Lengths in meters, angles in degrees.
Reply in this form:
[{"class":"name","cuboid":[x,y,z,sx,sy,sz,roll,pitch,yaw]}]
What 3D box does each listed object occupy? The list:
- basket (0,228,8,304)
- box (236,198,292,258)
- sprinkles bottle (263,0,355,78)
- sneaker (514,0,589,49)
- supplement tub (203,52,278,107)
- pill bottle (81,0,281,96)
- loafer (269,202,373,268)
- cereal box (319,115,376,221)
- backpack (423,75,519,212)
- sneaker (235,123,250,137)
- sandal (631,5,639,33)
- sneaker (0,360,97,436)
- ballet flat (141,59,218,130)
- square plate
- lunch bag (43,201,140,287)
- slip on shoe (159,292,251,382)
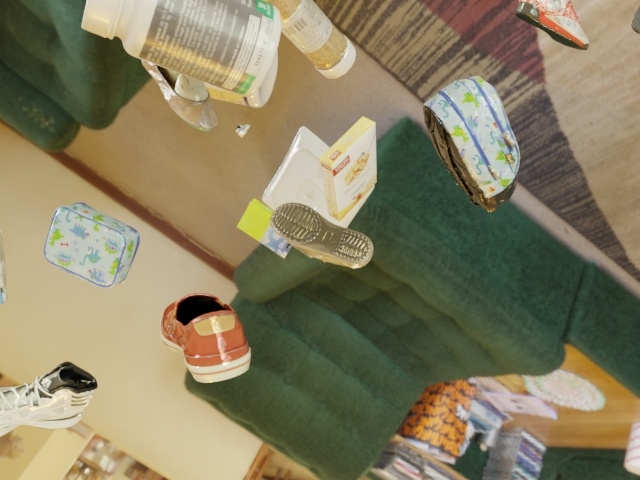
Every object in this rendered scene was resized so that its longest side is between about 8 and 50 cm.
[{"class":"basket","cuboid":[-0.890,0.061,1.284,0.201,0.289,0.255,-142,50,-60]},{"class":"box","cuboid":[-0.157,-0.037,1.717,0.178,0.042,0.109,34,122,-1]},{"class":"sprinkles bottle","cuboid":[-0.041,-0.579,1.501,0.121,0.121,0.355,6,165,37]},{"class":"sneaker","cuboid":[0.672,-0.640,1.542,0.270,0.145,0.090,18,-165,-24]},{"class":"supplement tub","cuboid":[-0.333,-0.601,1.906,0.331,0.241,0.241,14,148,7]},{"class":"pill bottle","cuboid":[-0.280,-0.449,1.146,0.361,0.204,0.204,14,159,-26]},{"class":"loafer","cuboid":[0.000,0.000,1.282,0.268,0.102,0.092,27,161,25]},{"class":"cereal box","cuboid":[0.078,-0.180,1.445,0.047,0.173,0.240,34,159,23]},{"class":"backpack","cuboid":[0.446,-0.306,1.662,0.355,0.290,0.273,36,113,-28]},{"class":"sneaker","cuboid":[-0.267,-0.385,1.917,0.037,0.083,0.032,37,118,-16]},{"class":"sandal","cuboid":[0.868,-0.579,1.338,0.097,0.254,0.054,56,-170,25]},{"class":"sneaker","cuboid":[-0.882,0.447,1.647,0.447,0.169,0.257,8,131,-46]},{"class":"ballet flat","cuboid":[-0.370,-0.420,1.461,0.316,0.107,0.106,47,139,17]},{"class":"square plate","cuboid":[-0.029,-0.168,1.991,0.347,0.049,0.344,41,121,14]},{"class":"lunch bag","cuboid":[-0.589,0.015,1.436,0.219,0.176,0.090,23,-166,6]},{"class":"slip on shoe","cuboid":[-0.191,0.129,0.895,0.331,0.123,0.101,-170,69,-68]}]
